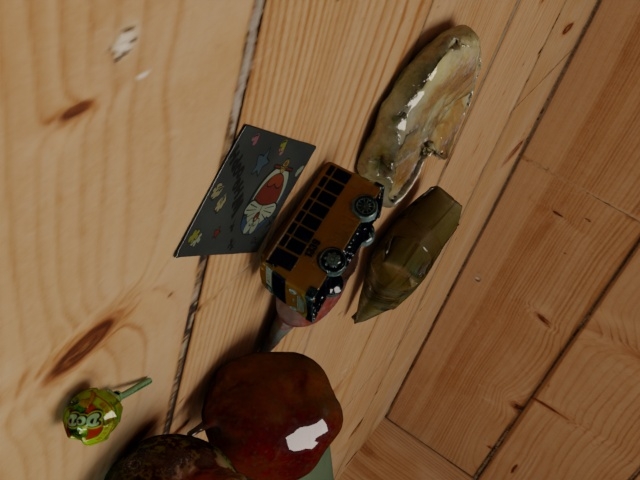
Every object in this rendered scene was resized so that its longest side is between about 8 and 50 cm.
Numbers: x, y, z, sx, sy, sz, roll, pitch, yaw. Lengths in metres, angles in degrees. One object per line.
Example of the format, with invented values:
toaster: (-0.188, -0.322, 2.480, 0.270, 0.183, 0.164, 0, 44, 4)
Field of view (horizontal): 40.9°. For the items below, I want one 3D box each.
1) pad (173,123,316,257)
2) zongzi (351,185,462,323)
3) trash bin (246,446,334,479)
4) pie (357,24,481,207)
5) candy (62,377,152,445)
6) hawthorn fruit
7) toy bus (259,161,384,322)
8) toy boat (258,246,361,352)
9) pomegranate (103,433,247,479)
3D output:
pad: (-0.083, -0.052, 1.033, 0.170, 0.006, 0.245, -59, 166, 9)
zongzi: (0.179, 0.038, 1.861, 0.260, 0.123, 0.289, -52, 174, -29)
trash bin: (-0.096, 0.569, 1.831, 0.343, 0.158, 0.223, -36, 125, -57)
pie: (0.172, -0.211, 1.399, 0.337, 0.075, 0.338, -49, 158, -28)
candy: (-0.230, 0.182, 0.972, 0.194, 0.062, 0.058, -20, 96, -80)
hawthorn fruit: (-0.095, 0.275, 1.321, 0.248, 0.208, 0.208, 4, 120, -46)
toy bus: (0.000, 0.000, 1.189, 0.201, 0.114, 0.098, -57, 167, -22)
toy boat: (-0.034, 0.099, 1.377, 0.282, 0.096, 0.206, -59, -177, 45)
pomegranate: (-0.171, 0.348, 1.109, 0.247, 0.214, 0.214, -28, -173, 40)
